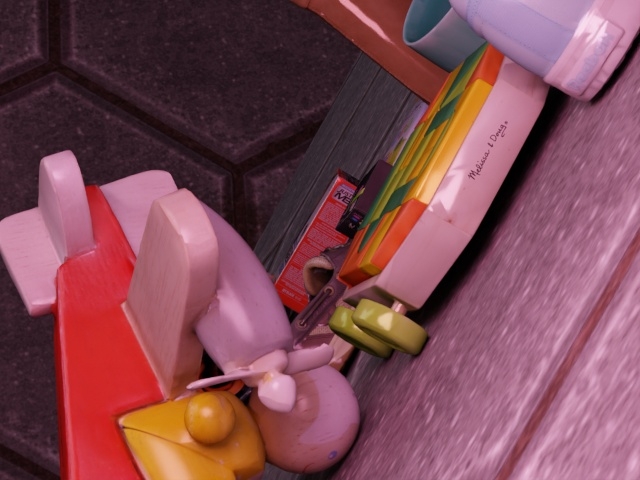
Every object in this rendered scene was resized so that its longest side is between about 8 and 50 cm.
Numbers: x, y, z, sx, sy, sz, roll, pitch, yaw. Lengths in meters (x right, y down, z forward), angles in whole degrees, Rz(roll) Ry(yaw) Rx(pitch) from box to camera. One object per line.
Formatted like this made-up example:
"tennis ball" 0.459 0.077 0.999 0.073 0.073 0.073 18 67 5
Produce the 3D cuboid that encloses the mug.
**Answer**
"mug" 0.153 -0.206 1.547 0.158 0.097 0.129 -54 17 16

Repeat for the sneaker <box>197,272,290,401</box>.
"sneaker" -0.156 0.186 2.289 0.321 0.124 0.180 -59 4 16

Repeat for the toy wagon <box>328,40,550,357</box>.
"toy wagon" 0.090 -0.037 1.434 0.267 0.068 0.344 -60 5 -9

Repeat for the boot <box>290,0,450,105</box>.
"boot" 0.075 -0.272 1.788 0.236 0.269 0.089 -60 3 -19

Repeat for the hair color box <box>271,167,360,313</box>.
"hair color box" 0.000 0.000 2.218 0.167 0.053 0.093 -58 4 7

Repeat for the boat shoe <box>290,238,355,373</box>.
"boat shoe" 0.019 0.038 1.670 0.080 0.073 0.223 -54 8 48

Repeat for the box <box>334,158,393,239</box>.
"box" 0.058 -0.034 1.833 0.062 0.052 0.083 -62 4 -20

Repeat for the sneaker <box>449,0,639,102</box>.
"sneaker" 0.172 -0.240 1.313 0.135 0.150 0.366 -56 6 30

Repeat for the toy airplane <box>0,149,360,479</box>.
"toy airplane" -0.108 0.113 1.374 0.386 0.272 0.384 -119 30 -72

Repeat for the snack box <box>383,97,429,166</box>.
"snack box" 0.103 -0.109 1.894 0.141 0.037 0.100 -61 6 -21
